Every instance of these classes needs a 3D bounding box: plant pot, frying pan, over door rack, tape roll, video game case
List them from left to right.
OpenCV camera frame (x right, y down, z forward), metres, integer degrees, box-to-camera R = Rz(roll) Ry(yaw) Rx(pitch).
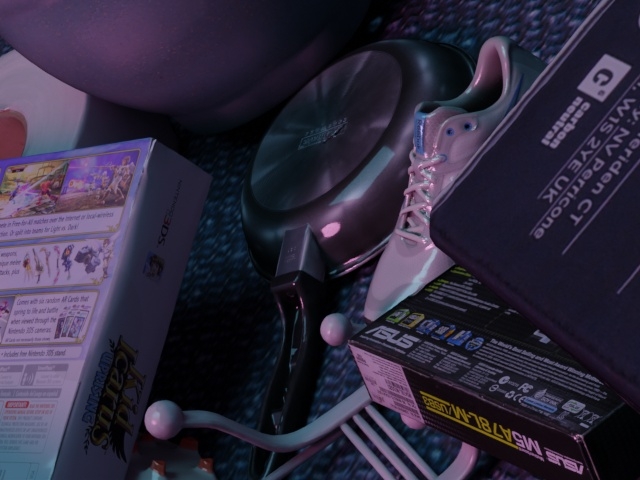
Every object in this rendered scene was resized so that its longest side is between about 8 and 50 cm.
[{"bbox_3d":[-0.206,0.067,1.191,0.269,0.061,0.244,-4,64,43],"label":"video game case"},{"bbox_3d":[-0.239,-0.014,1.431,0.286,0.100,0.286,-33,36,27],"label":"tape roll"},{"bbox_3d":[-0.086,-0.199,1.312,0.293,0.196,0.293,-32,26,18],"label":"plant pot"},{"bbox_3d":[-0.051,0.194,0.951,0.324,0.108,0.239,-44,31,-1],"label":"over door rack"},{"bbox_3d":[-0.015,-0.005,1.196,0.197,0.053,0.326,10,62,56],"label":"frying pan"}]

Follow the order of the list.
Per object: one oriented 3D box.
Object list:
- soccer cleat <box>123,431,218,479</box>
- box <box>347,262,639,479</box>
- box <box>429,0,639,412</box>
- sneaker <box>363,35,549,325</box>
[{"bbox_3d":[-0.128,0.149,1.170,0.196,0.068,0.076,16,99,49],"label":"soccer cleat"},{"bbox_3d":[0.136,0.034,0.902,0.184,0.045,0.190,-33,25,-23],"label":"box"},{"bbox_3d":[0.268,0.060,0.535,0.212,0.293,0.395,-51,31,1],"label":"box"},{"bbox_3d":[0.071,-0.035,1.082,0.071,0.083,0.191,19,74,55],"label":"sneaker"}]
